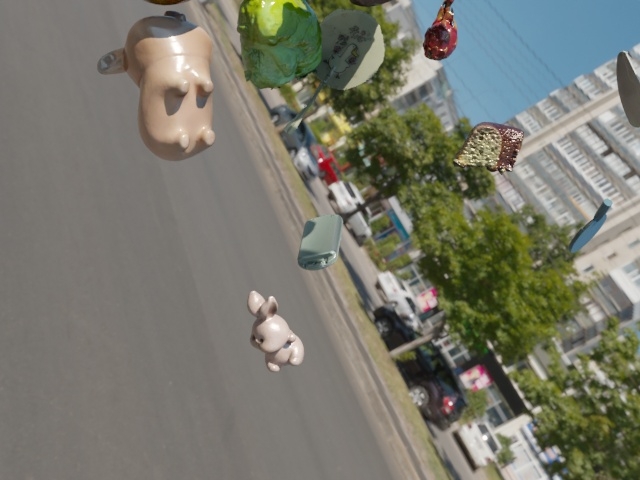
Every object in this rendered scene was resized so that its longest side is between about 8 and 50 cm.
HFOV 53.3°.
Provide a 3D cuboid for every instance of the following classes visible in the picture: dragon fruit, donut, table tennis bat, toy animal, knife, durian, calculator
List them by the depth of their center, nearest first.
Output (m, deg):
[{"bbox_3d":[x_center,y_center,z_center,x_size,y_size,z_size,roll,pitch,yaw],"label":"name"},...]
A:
[{"bbox_3d":[0.572,-0.029,1.347,0.019,0.100,0.155,49,-29,28],"label":"table tennis bat"},{"bbox_3d":[-0.338,-0.348,1.445,0.269,0.326,0.237,22,21,40],"label":"toy animal"},{"bbox_3d":[0.757,-0.291,1.485,0.081,0.043,0.336,-49,-130,54],"label":"knife"},{"bbox_3d":[-0.129,0.224,1.551,0.212,0.124,0.124,57,5,-33],"label":"toy animal"},{"bbox_3d":[-0.108,-0.533,1.672,0.340,0.204,0.256,84,23,-58],"label":"durian"},{"bbox_3d":[0.445,-0.252,1.692,0.186,0.126,0.144,15,30,-13],"label":"donut"},{"bbox_3d":[0.337,-0.571,1.727,0.094,0.190,0.094,19,-4,1],"label":"dragon fruit"},{"bbox_3d":[0.000,0.000,2.135,0.246,0.141,0.045,-80,151,-43],"label":"calculator"}]

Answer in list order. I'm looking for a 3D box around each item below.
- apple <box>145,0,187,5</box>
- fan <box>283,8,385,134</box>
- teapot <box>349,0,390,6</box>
[{"bbox_3d":[-0.310,-0.633,1.310,0.301,0.301,0.301,59,4,-6],"label":"apple"},{"bbox_3d":[0.025,-0.479,1.844,0.233,0.415,0.012,35,6,15],"label":"fan"},{"bbox_3d":[0.151,-0.794,1.586,0.312,0.315,0.233,53,30,-47],"label":"teapot"}]
